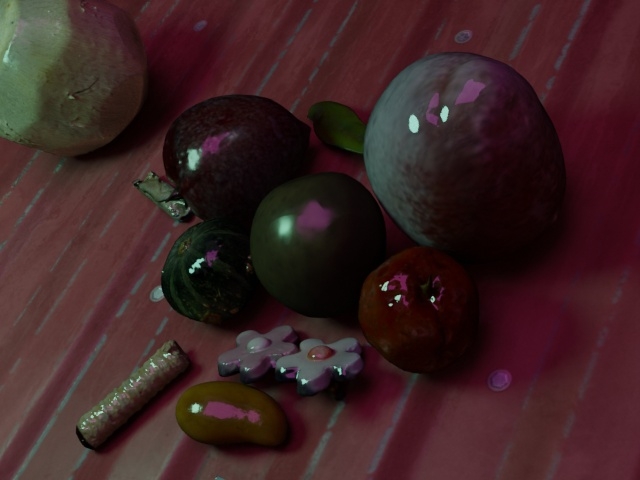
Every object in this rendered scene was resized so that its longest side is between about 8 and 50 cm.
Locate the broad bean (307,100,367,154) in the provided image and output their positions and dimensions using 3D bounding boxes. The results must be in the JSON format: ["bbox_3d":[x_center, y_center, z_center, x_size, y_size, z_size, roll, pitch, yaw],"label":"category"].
[{"bbox_3d":[0.058,-0.195,1.735,0.067,0.075,0.325,-3,19,-31],"label":"broad bean"}]

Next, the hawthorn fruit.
[{"bbox_3d":[0.145,0.091,1.375,0.179,0.200,0.179,2,69,-7],"label":"hawthorn fruit"}]

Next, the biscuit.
[{"bbox_3d":[-0.310,0.252,1.593,0.219,0.055,0.061,-40,66,-9],"label":"biscuit"}]

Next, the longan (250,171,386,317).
[{"bbox_3d":[0.000,0.000,1.511,0.246,0.215,0.245,8,101,47],"label":"longan"}]

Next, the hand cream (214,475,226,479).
[{"bbox_3d":[-0.194,0.478,1.356,0.109,0.067,0.320,12,56,36],"label":"hand cream"}]

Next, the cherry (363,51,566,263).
[{"bbox_3d":[0.207,-0.139,1.446,0.291,0.335,0.326,-33,42,1],"label":"cherry"}]

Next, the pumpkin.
[{"bbox_3d":[-0.179,0.050,1.624,0.190,0.146,0.190,-50,20,26],"label":"pumpkin"}]

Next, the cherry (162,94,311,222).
[{"bbox_3d":[-0.154,-0.153,1.744,0.300,0.203,0.230,-26,43,-12],"label":"cherry"}]

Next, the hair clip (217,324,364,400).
[{"bbox_3d":[-0.043,0.186,1.492,0.257,0.075,0.146,12,39,34],"label":"hair clip"}]

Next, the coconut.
[{"bbox_3d":[-0.523,-0.345,2.012,0.346,0.360,0.346,-20,62,43],"label":"coconut"}]

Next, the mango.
[{"bbox_3d":[-0.134,0.263,1.474,0.184,0.084,0.102,3,55,24],"label":"mango"}]

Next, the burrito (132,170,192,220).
[{"bbox_3d":[-0.301,-0.087,1.875,0.051,0.042,0.171,-44,44,-15],"label":"burrito"}]
